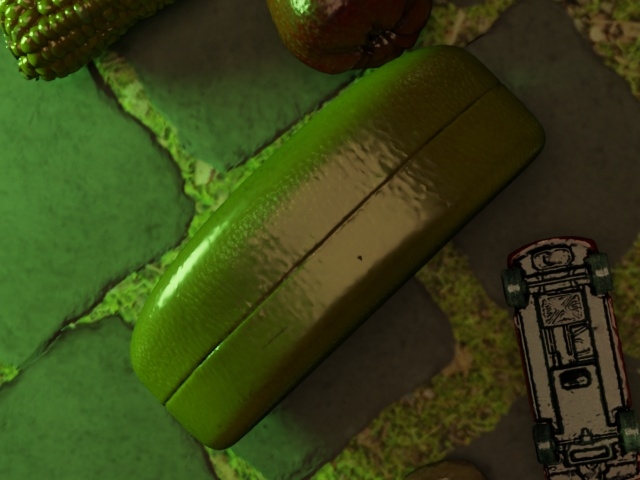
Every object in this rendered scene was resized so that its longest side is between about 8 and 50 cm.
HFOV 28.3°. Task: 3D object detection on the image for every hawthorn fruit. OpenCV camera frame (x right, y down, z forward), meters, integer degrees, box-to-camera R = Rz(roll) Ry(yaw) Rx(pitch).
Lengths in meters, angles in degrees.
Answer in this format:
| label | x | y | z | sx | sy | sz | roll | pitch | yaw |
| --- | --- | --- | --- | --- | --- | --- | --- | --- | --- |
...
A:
| label | x | y | z | sx | sy | sz | roll | pitch | yaw |
| --- | --- | --- | --- | --- | --- | --- | --- | --- | --- |
| hawthorn fruit | 0.017 | -0.205 | 1.021 | 0.133 | 0.133 | 0.138 | -34 | 67 | 9 |

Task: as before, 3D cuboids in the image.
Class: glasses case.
| label | x | y | z | sx | sy | sz | roll | pitch | yaw |
| --- | --- | --- | --- | --- | --- | --- | --- | --- | --- |
| glasses case | 0.000 | 0.000 | 0.992 | 0.371 | 0.173 | 0.141 | -45 | 85 | 8 |

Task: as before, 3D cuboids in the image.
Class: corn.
| label | x | y | z | sx | sy | sz | roll | pitch | yaw |
| --- | --- | --- | --- | --- | --- | --- | --- | --- | --- |
| corn | -0.138 | -0.245 | 1.065 | 0.313 | 0.102 | 0.102 | -31 | 84 | 7 |

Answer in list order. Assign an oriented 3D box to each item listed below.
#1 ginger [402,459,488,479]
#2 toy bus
| label | x | y | z | sx | sy | sz | roll | pitch | yaw |
| --- | --- | --- | --- | --- | --- | --- | --- | --- | --- |
| ginger | 0.089 | 0.269 | 1.030 | 0.133 | 0.059 | 0.214 | 43 | 96 | 13 |
| toy bus | 0.198 | 0.094 | 0.994 | 0.081 | 0.089 | 0.195 | -11 | 88 | 11 |
